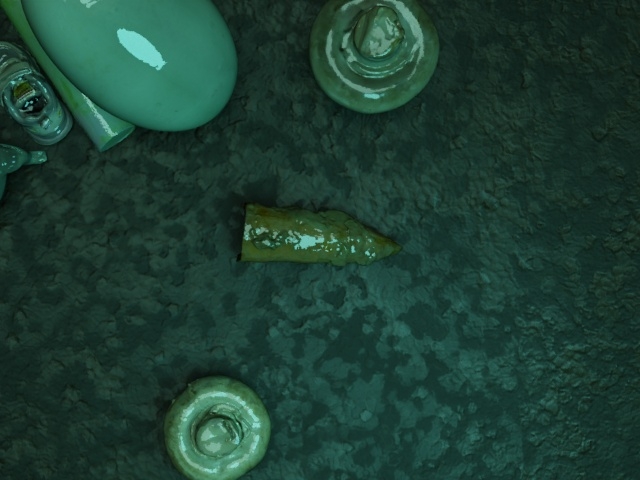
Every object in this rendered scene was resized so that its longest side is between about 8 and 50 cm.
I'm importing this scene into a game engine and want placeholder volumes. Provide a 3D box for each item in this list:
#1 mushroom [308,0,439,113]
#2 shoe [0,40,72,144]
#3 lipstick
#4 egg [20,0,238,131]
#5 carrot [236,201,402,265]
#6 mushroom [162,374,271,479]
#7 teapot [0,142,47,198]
[{"bbox_3d":[0.082,-0.296,1.619,0.204,0.204,0.204,0,89,-3],"label":"mushroom"},{"bbox_3d":[-0.458,-0.228,1.640,0.089,0.092,0.180,-37,91,-3],"label":"shoe"},{"bbox_3d":[-0.396,-0.282,1.655,0.076,0.076,0.304,-34,90,-3],"label":"lipstick"},{"bbox_3d":[-0.270,-0.299,1.543,0.230,0.230,0.371,-54,133,-3],"label":"egg"},{"bbox_3d":[0.000,0.000,1.670,0.263,0.102,0.102,7,88,-9],"label":"carrot"},{"bbox_3d":[-0.158,0.286,1.628,0.166,0.127,0.166,0,82,-1],"label":"mushroom"},{"bbox_3d":[-0.570,-0.101,1.618,0.294,0.129,0.193,-13,89,-1],"label":"teapot"}]
